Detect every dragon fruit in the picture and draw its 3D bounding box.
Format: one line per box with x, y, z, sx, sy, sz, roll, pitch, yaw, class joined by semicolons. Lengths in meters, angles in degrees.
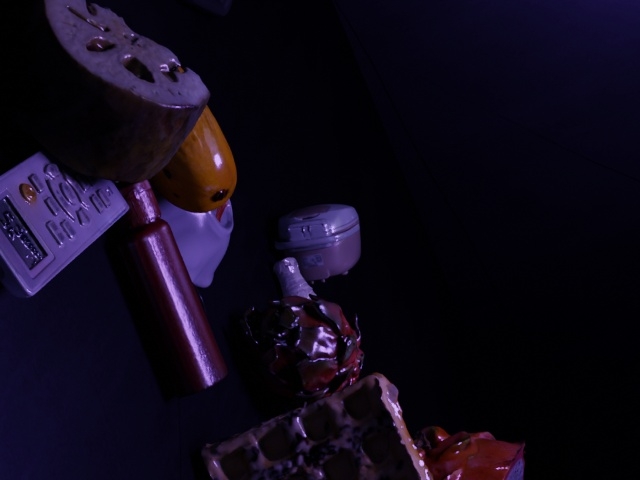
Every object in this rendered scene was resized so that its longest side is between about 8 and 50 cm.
0.240;0.484;2.399;0.305;0.225;0.305;13;90;-72;dragon fruit
-0.022;0.163;1.884;0.189;0.182;0.182;83;0;-47;dragon fruit

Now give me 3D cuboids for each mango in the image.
-0.198;-0.147;1.638;0.262;0.109;0.157;54;-16;17;mango

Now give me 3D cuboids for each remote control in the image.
-0.285;-0.031;1.344;0.109;0.055;0.313;58;19;-10;remote control

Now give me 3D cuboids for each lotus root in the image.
-0.238;-0.158;1.380;0.235;0.119;0.138;32;33;-20;lotus root

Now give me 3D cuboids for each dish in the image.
-0.170;-0.049;1.768;0.229;0.081;0.229;-19;90;-78;dish

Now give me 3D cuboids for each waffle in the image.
0.039;0.370;1.539;0.114;0.261;0.376;52;15;-72;waffle

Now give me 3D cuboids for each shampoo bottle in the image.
-0.189;0.055;1.571;0.102;0.064;0.260;-44;114;-75;shampoo bottle

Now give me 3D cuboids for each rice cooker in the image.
0.000;0.000;2.268;0.206;0.145;0.127;-54;133;-72;rice cooker

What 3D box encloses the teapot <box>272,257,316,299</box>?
-0.047;0.070;2.174;0.067;0.057;0.083;110;-43;-85;teapot

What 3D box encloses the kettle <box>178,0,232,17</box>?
-0.178;-0.545;2.217;0.308;0.203;0.262;10;59;-79;kettle

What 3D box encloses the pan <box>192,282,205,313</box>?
-0.180;0.063;1.686;0.068;0.023;0.115;-66;137;-71;pan
